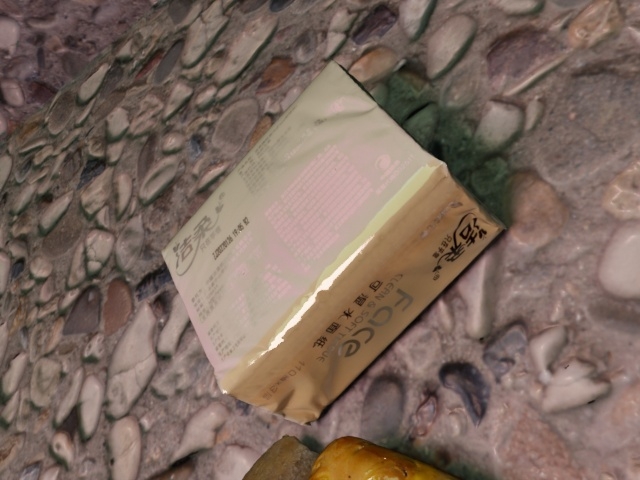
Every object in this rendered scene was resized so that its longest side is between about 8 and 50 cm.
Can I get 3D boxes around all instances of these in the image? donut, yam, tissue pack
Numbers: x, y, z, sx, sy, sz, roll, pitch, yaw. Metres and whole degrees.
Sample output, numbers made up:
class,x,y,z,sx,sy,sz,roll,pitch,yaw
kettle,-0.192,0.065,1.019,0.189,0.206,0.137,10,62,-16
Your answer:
class,x,y,z,sx,sy,sz,roll,pitch,yaw
donut,0.081,0.348,0.891,0.261,0.128,0.209,17,80,47
yam,-0.094,0.382,1.025,0.106,0.106,0.259,6,43,44
tissue pack,0.000,0.000,1.114,0.405,0.205,0.332,-47,43,12
